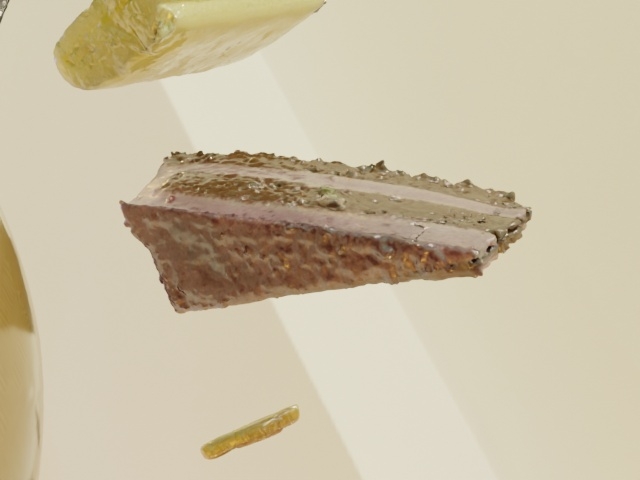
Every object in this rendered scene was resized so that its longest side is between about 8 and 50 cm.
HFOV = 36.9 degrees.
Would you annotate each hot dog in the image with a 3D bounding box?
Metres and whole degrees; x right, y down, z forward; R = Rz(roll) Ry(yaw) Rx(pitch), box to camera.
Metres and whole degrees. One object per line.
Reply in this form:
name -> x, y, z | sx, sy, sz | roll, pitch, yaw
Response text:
hot dog -> -0.087, 0.245, 1.220 | 0.137, 0.044, 0.028 | -20, -105, -15

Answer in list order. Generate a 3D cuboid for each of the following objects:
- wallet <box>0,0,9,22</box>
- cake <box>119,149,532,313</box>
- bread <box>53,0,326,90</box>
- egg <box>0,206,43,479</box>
wallet -> -0.287, -0.135, 0.607 | 0.030, 0.146, 0.285 | -34, -142, 54
cake -> 0.000, 0.000, 0.691 | 0.295, 0.116, 0.112 | 2, -64, 28
bread -> -0.094, -0.165, 0.725 | 0.139, 0.178, 0.060 | -25, -90, 44
egg -> -0.249, 0.034, 0.298 | 0.301, 0.374, 0.301 | -26, -145, 20
